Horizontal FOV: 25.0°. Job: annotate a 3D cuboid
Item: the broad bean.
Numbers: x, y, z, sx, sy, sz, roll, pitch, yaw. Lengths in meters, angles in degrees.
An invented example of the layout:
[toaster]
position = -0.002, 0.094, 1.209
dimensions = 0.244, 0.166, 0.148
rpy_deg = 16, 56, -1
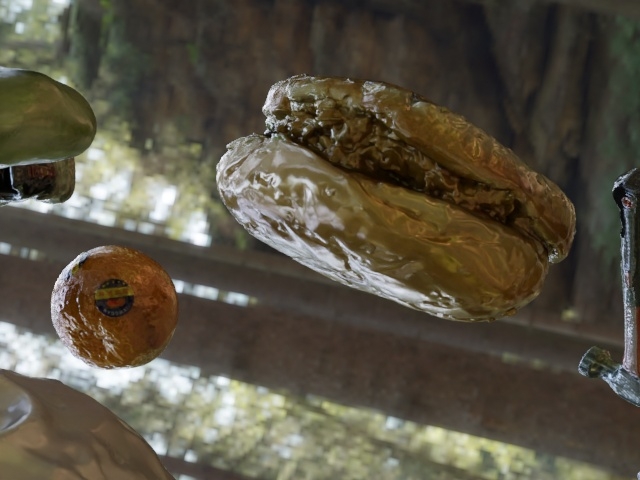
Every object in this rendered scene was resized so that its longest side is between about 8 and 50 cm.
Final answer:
[broad bean]
position = -0.292, -0.103, 1.138
dimensions = 0.169, 0.227, 0.100
rpy_deg = -140, 48, -67

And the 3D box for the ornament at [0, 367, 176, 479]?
[ornament]
position = -0.212, 0.232, 0.807
dimensions = 0.337, 0.337, 0.337
rpy_deg = 11, -90, -76

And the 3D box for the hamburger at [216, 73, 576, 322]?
[hamburger]
position = 0.073, -0.029, 1.266
dimensions = 0.158, 0.318, 0.318
rpy_deg = -67, -16, -6

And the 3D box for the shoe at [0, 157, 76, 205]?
[shoe]
position = -0.439, -0.094, 1.961
dimensions = 0.112, 0.227, 0.099
rpy_deg = -4, -85, -58

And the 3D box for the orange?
[orange]
position = -0.278, 0.090, 1.961
dimensions = 0.155, 0.177, 0.178
rpy_deg = -84, -3, -59

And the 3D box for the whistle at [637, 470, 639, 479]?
[whistle]
position = 0.336, 0.307, 1.401
dimensions = 0.033, 0.033, 0.177
rpy_deg = 61, -157, -68

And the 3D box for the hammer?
[hammer]
position = 0.267, 0.046, 1.223
dimensions = 0.033, 0.111, 0.288
rpy_deg = -42, -38, -24
